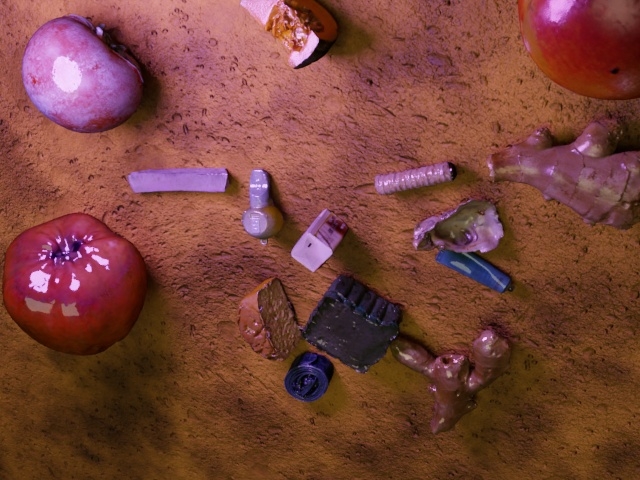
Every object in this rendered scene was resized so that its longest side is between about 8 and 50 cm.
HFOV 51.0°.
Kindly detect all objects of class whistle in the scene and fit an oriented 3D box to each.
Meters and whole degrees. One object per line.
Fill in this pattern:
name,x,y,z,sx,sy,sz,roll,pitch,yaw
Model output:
whistle,-0.167,-0.098,1.955,0.123,0.123,0.222,0,98,23

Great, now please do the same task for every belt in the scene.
belt,-0.039,0.455,2.233,0.142,0.082,0.190,34,128,-6

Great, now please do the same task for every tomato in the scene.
tomato,-0.631,-0.442,1.798,0.317,0.316,0.282,43,101,-6

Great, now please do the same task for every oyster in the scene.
oyster,0.356,-0.033,1.774,0.233,0.107,0.161,-19,107,11

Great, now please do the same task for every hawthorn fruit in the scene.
hawthorn fruit,-0.776,0.153,2.172,0.472,0.471,0.471,11,123,17

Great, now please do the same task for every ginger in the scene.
ginger,0.423,0.417,2.010,0.363,0.122,0.348,-15,115,23
ginger,0.587,-0.169,1.545,0.376,0.166,0.236,21,134,3

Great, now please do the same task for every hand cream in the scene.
hand cream,0.427,0.080,1.840,0.224,0.048,0.083,30,126,11

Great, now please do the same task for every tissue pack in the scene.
tissue pack,0.000,0.001,1.899,0.099,0.148,0.106,38,126,-2

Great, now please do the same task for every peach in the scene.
peach,0.578,-0.446,1.269,0.389,0.388,0.387,11,123,17

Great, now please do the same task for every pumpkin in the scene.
pumpkin,-0.064,-0.533,1.631,0.247,0.126,0.131,56,134,8

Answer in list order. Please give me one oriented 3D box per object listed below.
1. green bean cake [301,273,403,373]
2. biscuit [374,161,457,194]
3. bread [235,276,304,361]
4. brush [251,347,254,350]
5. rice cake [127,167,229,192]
green bean cake,0.098,0.253,2.025,0.255,0.132,0.241,29,127,2
biscuit,0.248,-0.164,1.754,0.219,0.055,0.061,-11,79,27
bread,-0.178,0.251,2.130,0.147,0.160,0.260,-6,120,35
brush,-0.235,0.356,2.301,0.024,0.008,0.083,-19,111,34
rice cake,-0.425,-0.183,2.024,0.365,0.056,0.072,0,114,23
